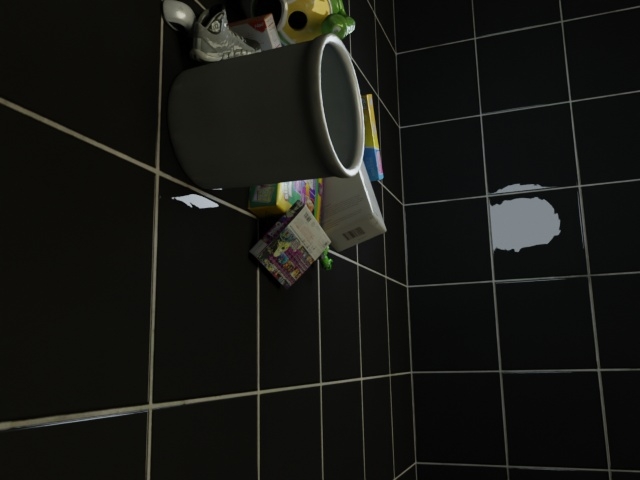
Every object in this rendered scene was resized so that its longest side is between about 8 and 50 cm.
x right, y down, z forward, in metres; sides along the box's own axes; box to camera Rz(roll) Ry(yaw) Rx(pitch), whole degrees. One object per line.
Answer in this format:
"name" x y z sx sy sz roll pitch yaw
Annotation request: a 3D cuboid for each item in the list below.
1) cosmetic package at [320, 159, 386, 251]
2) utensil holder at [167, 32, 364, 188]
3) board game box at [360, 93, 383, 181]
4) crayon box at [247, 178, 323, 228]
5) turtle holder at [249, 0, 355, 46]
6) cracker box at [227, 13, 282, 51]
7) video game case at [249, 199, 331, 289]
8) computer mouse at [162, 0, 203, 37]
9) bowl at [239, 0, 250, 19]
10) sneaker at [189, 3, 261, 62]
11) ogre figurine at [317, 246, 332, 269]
"cosmetic package" 0.072 -0.174 2.108 0.155 0.196 0.366 44 28 -55
"utensil holder" -0.123 -0.291 1.472 0.327 0.385 0.328 -6 90 -71
"board game box" 0.094 -0.372 2.301 0.064 0.242 0.317 -38 120 -65
"crayon box" -0.098 -0.205 1.926 0.313 0.106 0.363 43 46 -57
"turtle holder" -0.059 -0.634 1.747 0.227 0.243 0.320 -22 72 -48
"cracker box" -0.180 -0.493 1.702 0.067 0.155 0.232 -65 143 -53
"video game case" -0.084 0.018 1.830 0.210 0.041 0.232 -48 146 -8
"computer mouse" -0.317 -0.533 1.499 0.193 0.042 0.106 0 86 -70
"bowl" -0.198 -0.717 1.859 0.142 0.053 0.142 57 33 -54
"sneaker" -0.227 -0.521 1.526 0.228 0.086 0.132 -29 133 -49
"ogre figurine" 0.000 0.000 2.165 0.118 0.096 0.197 38 61 -79
